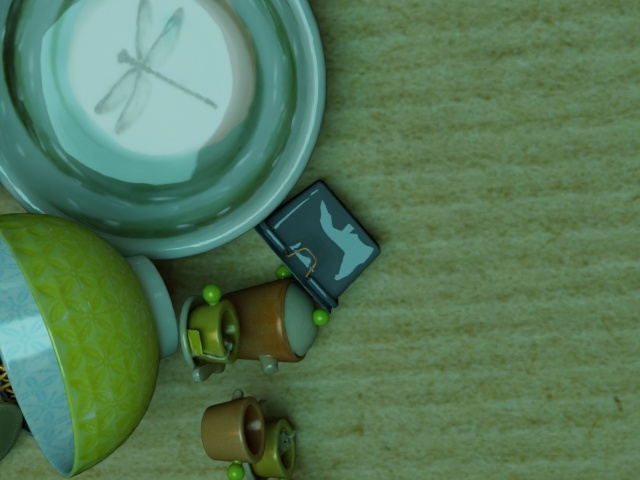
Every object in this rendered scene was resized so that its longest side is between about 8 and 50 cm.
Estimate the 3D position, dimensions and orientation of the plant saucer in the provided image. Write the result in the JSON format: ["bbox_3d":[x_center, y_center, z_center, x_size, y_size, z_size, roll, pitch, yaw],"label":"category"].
[{"bbox_3d":[-0.185,-0.182,1.701,0.400,0.100,0.401,2,103,9],"label":"plant saucer"}]

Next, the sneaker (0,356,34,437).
[{"bbox_3d":[-0.356,0.137,1.808,0.084,0.083,0.215,-16,101,10],"label":"sneaker"}]

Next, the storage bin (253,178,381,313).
[{"bbox_3d":[0.000,0.000,1.724,0.091,0.098,0.135,-42,94,4],"label":"storage bin"}]

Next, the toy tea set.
[{"bbox_3d":[-0.048,0.193,1.716,0.124,0.200,0.336,-7,101,18],"label":"toy tea set"}]

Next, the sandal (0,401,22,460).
[{"bbox_3d":[-0.433,0.251,1.851,0.088,0.079,0.240,4,129,-37],"label":"sandal"}]

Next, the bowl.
[{"bbox_3d":[-0.244,0.092,1.649,0.156,0.289,0.289,-18,101,-22],"label":"bowl"}]
